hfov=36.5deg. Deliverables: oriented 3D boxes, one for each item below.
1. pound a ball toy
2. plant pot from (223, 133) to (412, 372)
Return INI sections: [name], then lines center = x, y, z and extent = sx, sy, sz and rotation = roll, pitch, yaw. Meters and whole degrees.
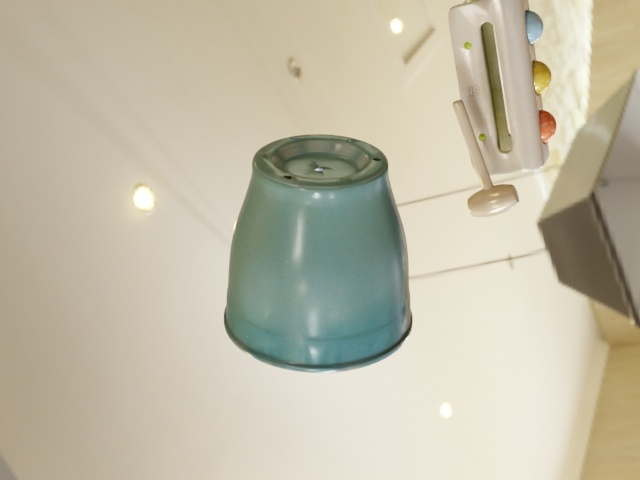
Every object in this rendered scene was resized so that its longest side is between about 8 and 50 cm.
[pound a ball toy]
center = 0.289, -0.216, 1.504
extent = 0.208, 0.136, 0.319
rotation = -44, -55, -64
[plant pot]
center = 0.000, 0.000, 1.337
extent = 0.271, 0.272, 0.255
rotation = -47, -35, -55
